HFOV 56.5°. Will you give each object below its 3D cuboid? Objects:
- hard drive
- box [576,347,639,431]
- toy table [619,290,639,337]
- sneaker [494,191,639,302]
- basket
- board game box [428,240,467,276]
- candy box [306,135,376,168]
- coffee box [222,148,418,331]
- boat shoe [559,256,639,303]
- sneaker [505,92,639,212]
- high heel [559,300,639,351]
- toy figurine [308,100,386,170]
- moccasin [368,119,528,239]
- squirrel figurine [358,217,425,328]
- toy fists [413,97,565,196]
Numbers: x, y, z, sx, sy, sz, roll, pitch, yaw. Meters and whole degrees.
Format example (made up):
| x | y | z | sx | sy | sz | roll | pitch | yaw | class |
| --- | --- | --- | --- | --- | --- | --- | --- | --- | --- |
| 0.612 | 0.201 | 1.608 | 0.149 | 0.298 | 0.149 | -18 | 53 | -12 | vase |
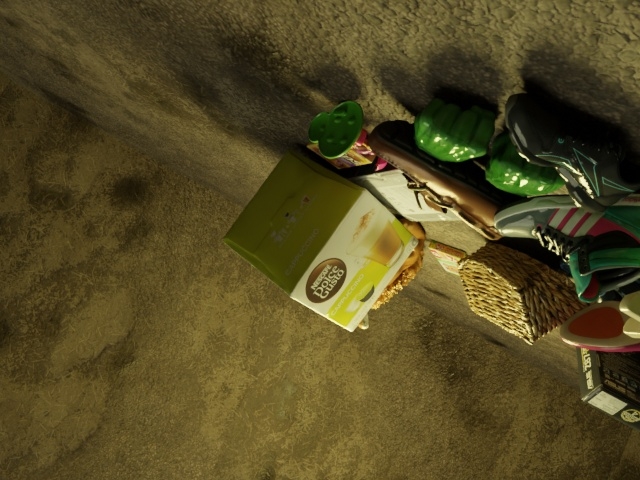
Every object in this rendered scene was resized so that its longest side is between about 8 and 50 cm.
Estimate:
| x | y | z | sx | sy | sz | roll | pitch | yaw | class |
| --- | --- | --- | --- | --- | --- | --- | --- | --- | --- |
| 0.231 | -0.127 | 1.482 | 0.237 | 0.064 | 0.339 | 31 | 169 | -20 | hard drive |
| 0.955 | 0.426 | 1.763 | 0.395 | 0.318 | 0.097 | 27 | 129 | -2 | box |
| 0.718 | 0.123 | 1.169 | 0.252 | 0.160 | 0.274 | 27 | 170 | 2 | toy table |
| 0.452 | 0.019 | 1.070 | 0.296 | 0.178 | 0.124 | -3 | 156 | 38 | sneaker |
| 0.539 | 0.099 | 1.591 | 0.213 | 0.223 | 0.299 | 68 | 168 | -18 | basket |
| 0.462 | 0.077 | 2.032 | 0.124 | 0.039 | 0.259 | 22 | 172 | 33 | board game box |
| 0.053 | -0.230 | 1.457 | 0.109 | 0.053 | 0.187 | 32 | 168 | -20 | candy box |
| 0.000 | 0.000 | 1.706 | 0.338 | 0.337 | 0.334 | 35 | 178 | 41 | coffee box |
| 0.687 | 0.114 | 1.413 | 0.258 | 0.089 | 0.109 | 27 | 170 | 6 | boat shoe |
| 0.392 | -0.147 | 0.911 | 0.267 | 0.101 | 0.106 | 32 | 147 | -23 | sneaker |
| 0.757 | 0.223 | 1.360 | 0.377 | 0.127 | 0.181 | -10 | 140 | 35 | high heel |
| 0.082 | -0.213 | 1.306 | 0.159 | 0.130 | 0.173 | 23 | 176 | -39 | toy figurine |
| 0.251 | -0.114 | 1.215 | 0.380 | 0.139 | 0.147 | 25 | 133 | -24 | moccasin |
| 0.179 | 0.119 | 2.000 | 0.281 | 0.370 | 0.397 | 21 | 169 | 33 | squirrel figurine |
| 0.295 | -0.161 | 1.034 | 0.279 | 0.096 | 0.142 | 27 | -177 | -1 | toy fists |
